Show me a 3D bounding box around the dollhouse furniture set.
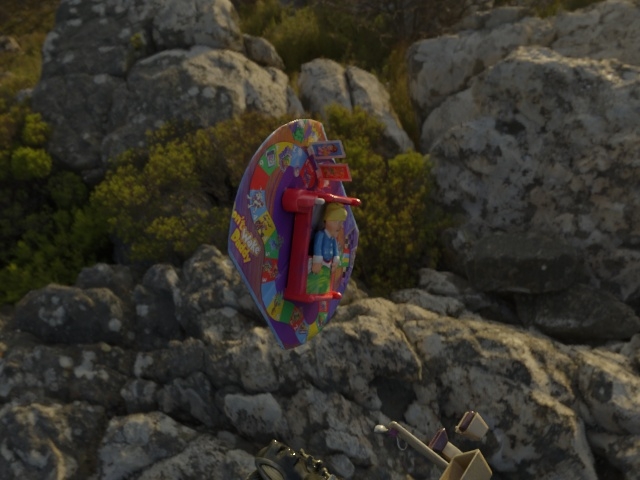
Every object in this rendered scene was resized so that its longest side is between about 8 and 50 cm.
[{"bbox_3d":[0.095,0.155,0.459,0.081,0.114,0.091,36,68,12],"label":"dollhouse furniture set"}]

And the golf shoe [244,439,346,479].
[{"bbox_3d":[0.025,0.194,0.299,0.198,0.077,0.094,21,69,38],"label":"golf shoe"}]

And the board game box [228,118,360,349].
[{"bbox_3d":[0.000,0.000,0.410,0.033,0.169,0.133,7,47,32],"label":"board game box"}]
